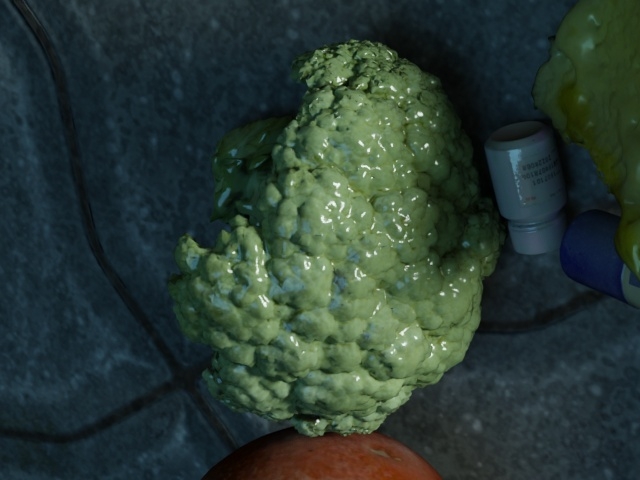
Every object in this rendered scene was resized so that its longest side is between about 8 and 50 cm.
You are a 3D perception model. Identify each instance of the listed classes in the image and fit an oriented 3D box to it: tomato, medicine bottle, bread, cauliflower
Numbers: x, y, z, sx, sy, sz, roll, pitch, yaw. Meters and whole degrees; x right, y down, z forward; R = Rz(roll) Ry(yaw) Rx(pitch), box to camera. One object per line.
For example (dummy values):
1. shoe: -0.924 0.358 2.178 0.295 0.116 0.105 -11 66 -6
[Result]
1. tomato: 0.003 0.270 1.590 0.265 0.265 0.265 14 121 24
2. medicine bottle: 0.153 -0.038 1.453 0.052 0.052 0.089 -2 113 32
3. bread: 0.255 -0.076 1.321 0.174 0.133 0.251 -66 31 33
4. cauliflower: 0.000 0.000 1.496 0.272 0.275 0.250 50 176 -40
5. medicine bottle: 0.263 0.034 1.367 0.231 0.059 0.059 23 129 48
